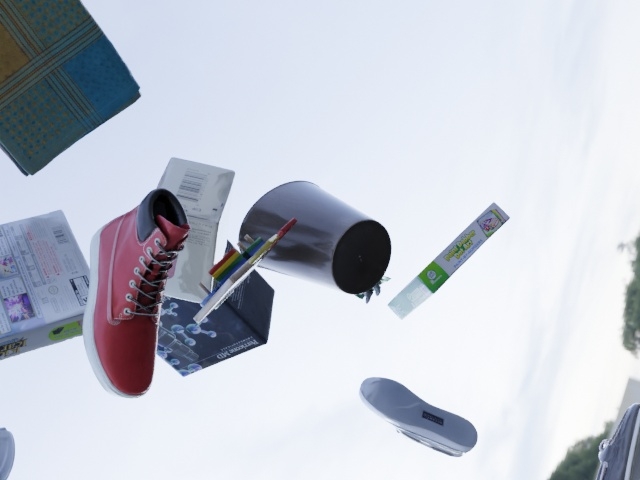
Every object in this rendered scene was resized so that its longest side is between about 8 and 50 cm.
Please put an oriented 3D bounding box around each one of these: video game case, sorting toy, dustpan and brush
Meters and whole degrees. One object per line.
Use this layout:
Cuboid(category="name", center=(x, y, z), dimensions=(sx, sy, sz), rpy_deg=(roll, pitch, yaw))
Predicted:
Cuboid(category="video game case", center=(-0.527, 0.077, 1.247), dimensions=(0.244, 0.269, 0.061), rpy_deg=(-16, -42, -27))
Cuboid(category="sorting toy", center=(-0.142, 0.047, 1.153), dimensions=(0.274, 0.046, 0.132), rpy_deg=(-45, 1, 41))
Cuboid(category="dustpan and brush", center=(-0.604, 0.426, 1.271), dimensions=(0.147, 0.060, 0.211), rpy_deg=(11, -125, -43))

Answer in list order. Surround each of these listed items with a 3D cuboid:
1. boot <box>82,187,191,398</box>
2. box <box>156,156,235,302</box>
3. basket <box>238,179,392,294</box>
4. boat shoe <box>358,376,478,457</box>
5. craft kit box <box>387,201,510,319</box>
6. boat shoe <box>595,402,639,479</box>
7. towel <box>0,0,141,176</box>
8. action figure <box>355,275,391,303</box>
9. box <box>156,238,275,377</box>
Cuboid(category="boot", center=(-0.218, 0.064, 0.903), dimensions=(0.088, 0.176, 0.244), rpy_deg=(10, -117, -42))
Cuboid(category="box", center=(-0.245, -0.016, 1.362), dimensions=(0.148, 0.127, 0.232), rpy_deg=(-80, 4, -45))
Cuboid(category="basket", center=(0.000, 0.000, 1.245), dimensions=(0.204, 0.227, 0.154), rpy_deg=(-32, -58, -25))
Cuboid(category="boat shoe", center=(0.188, 0.371, 1.476), dimensions=(0.095, 0.258, 0.084), rpy_deg=(-54, -10, -45))
Cuboid(category="craft kit box", center=(0.272, 0.050, 1.573), dimensions=(0.247, 0.061, 0.250), rpy_deg=(-39, -8, -20))
Cuboid(category="boat shoe", center=(0.542, 0.463, 1.365), dimensions=(0.112, 0.095, 0.335), rpy_deg=(25, -103, -50))
Cuboid(category="towel", center=(-0.517, -0.329, 1.252), dimensions=(0.271, 0.040, 0.370), rpy_deg=(-38, -57, -9))
Cuboid(category="action figure", center=(0.040, 0.070, 1.761), dimensions=(0.137, 0.232, 0.063), rpy_deg=(-45, 17, 47))
Cuboid(category="box", center=(-0.356, 0.131, 1.899), dimensions=(0.395, 0.294, 0.212), rpy_deg=(49, -153, -32))
